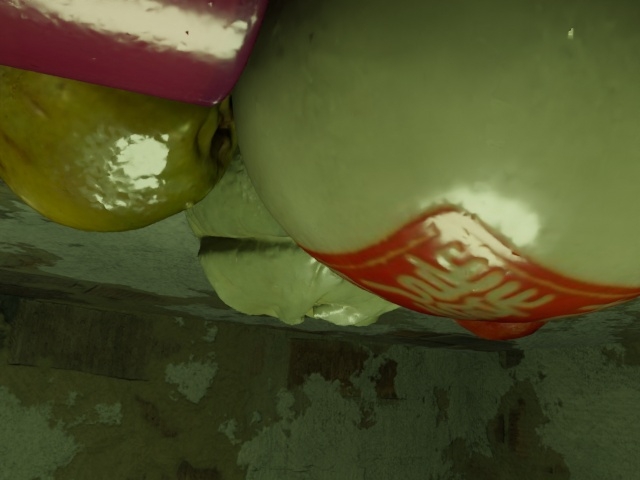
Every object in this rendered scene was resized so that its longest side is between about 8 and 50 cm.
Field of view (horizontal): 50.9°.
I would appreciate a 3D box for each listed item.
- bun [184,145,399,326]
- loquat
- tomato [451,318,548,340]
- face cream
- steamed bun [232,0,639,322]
[{"bbox_3d":[0.000,0.000,0.880,0.366,0.219,0.365,1,163,0],"label":"bun"},{"bbox_3d":[-0.182,-0.118,0.527,0.246,0.213,0.213,19,168,12],"label":"loquat"},{"bbox_3d":[0.301,0.076,1.154,0.232,0.188,0.232,4,163,1],"label":"tomato"},{"bbox_3d":[-0.129,-0.171,0.337,0.195,0.175,0.175,9,164,-21],"label":"face cream"},{"bbox_3d":[0.121,-0.064,0.478,0.375,0.241,0.374,1,180,0],"label":"steamed bun"}]
